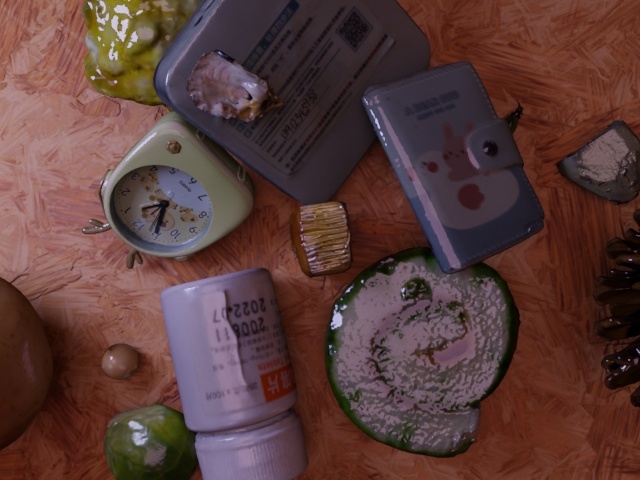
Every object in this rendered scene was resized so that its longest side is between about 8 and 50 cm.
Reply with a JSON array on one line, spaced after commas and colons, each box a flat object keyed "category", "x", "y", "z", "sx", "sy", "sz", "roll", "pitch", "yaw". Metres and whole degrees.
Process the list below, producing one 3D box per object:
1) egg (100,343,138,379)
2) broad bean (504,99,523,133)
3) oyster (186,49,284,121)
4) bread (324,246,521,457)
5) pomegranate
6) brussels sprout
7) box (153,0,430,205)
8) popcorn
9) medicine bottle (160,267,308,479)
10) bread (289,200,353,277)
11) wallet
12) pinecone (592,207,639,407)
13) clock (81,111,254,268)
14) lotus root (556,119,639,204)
[{"category": "egg", "x": -0.393, "y": 0.237, "z": 1.209, "sx": 0.071, "sy": 0.083, "sz": 0.071, "roll": 0, "pitch": 84, "yaw": 2}, {"category": "broad bean", "x": 0.293, "y": -0.192, "z": 1.197, "sx": 0.227, "sy": 0.039, "sz": 0.069, "roll": -27, "pitch": 92, "yaw": 2}, {"category": "oyster", "x": -0.135, "y": -0.239, "z": 0.964, "sx": 0.146, "sy": 0.121, "sz": 0.045, "roll": -12, "pitch": 46, "yaw": -2}, {"category": "bread", "x": 0.193, "y": 0.206, "z": 1.143, "sx": 0.367, "sy": 0.129, "sz": 0.381, "roll": -24, "pitch": 87, "yaw": 3}, {"category": "pomegranate", "x": -0.681, "y": 0.211, "z": 1.100, "sx": 0.412, "sy": 0.411, "sz": 0.411, "roll": 0, "pitch": 88, "yaw": 4}, {"category": "brussels sprout", "x": -0.321, "y": 0.398, "z": 1.169, "sx": 0.181, "sy": 0.144, "sz": 0.161, "roll": -1, "pitch": 108, "yaw": 27}, {"category": "box", "x": -0.036, "y": -0.307, "z": 1.090, "sx": 0.397, "sy": 0.111, "sz": 0.395, "roll": 37, "pitch": 90, "yaw": -36}, {"category": "popcorn", "x": -0.244, "y": -0.388, "z": 1.132, "sx": 0.292, "sy": 0.293, "sz": 0.334, "roll": 27, "pitch": 106, "yaw": 6}, {"category": "medicine bottle", "x": -0.153, "y": 0.248, "z": 1.127, "sx": 0.211, "sy": 0.211, "sz": 0.371, "roll": -13, "pitch": 87, "yaw": 4}, {"category": "bread", "x": 0.000, "y": 0.000, "z": 1.135, "sx": 0.114, "sy": 0.190, "sz": 0.132, "roll": -10, "pitch": 81, "yaw": 1}, {"category": "wallet", "x": 0.245, "y": -0.142, "z": 1.111, "sx": 0.252, "sy": 0.083, "sz": 0.360, "roll": -22, "pitch": 85, "yaw": -21}, {"category": "pinecone", "x": 0.609, "y": 0.130, "z": 0.997, "sx": 0.385, "sy": 0.384, "sz": 0.384, "roll": 0, "pitch": 88, "yaw": 4}, {"category": "clock", "x": -0.297, "y": -0.073, "z": 1.166, "sx": 0.308, "sy": 0.096, "sz": 0.235, "roll": -35, "pitch": 118, "yaw": 16}, {"category": "lotus root", "x": 0.549, "y": -0.141, "z": 1.159, "sx": 0.143, "sy": 0.070, "sz": 0.144, "roll": -44, "pitch": 86, "yaw": 2}]
